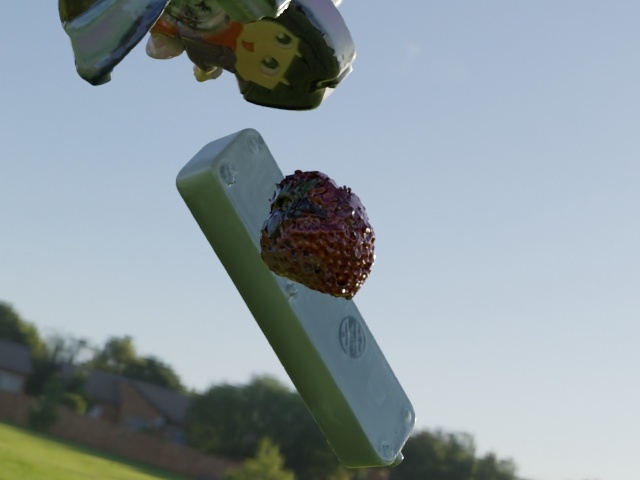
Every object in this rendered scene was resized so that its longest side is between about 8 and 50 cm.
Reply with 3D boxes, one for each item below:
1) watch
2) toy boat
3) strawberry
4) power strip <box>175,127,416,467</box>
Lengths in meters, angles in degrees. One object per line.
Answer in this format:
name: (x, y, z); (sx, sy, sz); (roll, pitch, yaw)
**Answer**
watch: (-0.049, -0.256, 1.166); (0.244, 0.231, 0.196); (28, -40, 3)
toy boat: (-0.089, -0.185, 0.925); (0.114, 0.262, 0.115); (-8, -66, 39)
strawberry: (0.000, 0.000, 0.955); (0.083, 0.083, 0.096); (5, -40, 41)
power strip: (-0.014, 0.073, 1.319); (0.062, 0.091, 0.385); (-14, -66, 36)
